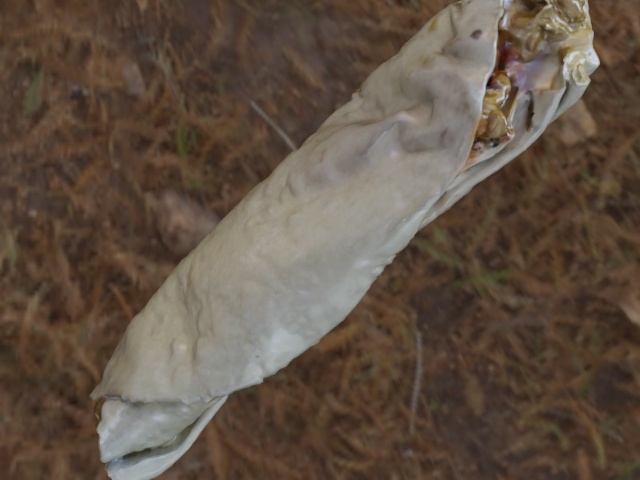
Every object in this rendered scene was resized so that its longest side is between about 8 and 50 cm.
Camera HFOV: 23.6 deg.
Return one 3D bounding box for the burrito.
[{"bbox_3d":[0.000,0.000,0.849,0.076,0.117,0.392,34,115,-33],"label":"burrito"}]
